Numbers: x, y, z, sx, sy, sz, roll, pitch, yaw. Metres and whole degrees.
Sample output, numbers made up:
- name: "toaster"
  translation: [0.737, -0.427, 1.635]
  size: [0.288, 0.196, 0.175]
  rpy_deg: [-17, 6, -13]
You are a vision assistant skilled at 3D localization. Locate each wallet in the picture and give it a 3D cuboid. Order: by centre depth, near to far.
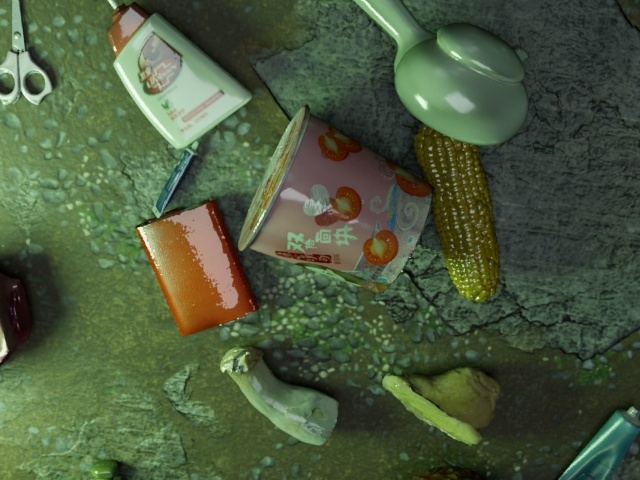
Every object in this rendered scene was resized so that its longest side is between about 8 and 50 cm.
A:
- name: "wallet"
  translation: [-0.202, 0.045, 1.708]
  size: [0.142, 0.045, 0.204]
  rpy_deg: [-19, 105, 8]

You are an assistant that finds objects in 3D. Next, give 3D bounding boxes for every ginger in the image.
- name: "ginger"
  translation: [0.207, 0.251, 1.751]
  size: [0.193, 0.115, 0.123]
  rpy_deg: [30, 83, 0]

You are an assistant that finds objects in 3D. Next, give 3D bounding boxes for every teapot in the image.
- name: "teapot"
  translation: [0.168, -0.265, 1.536]
  size: [0.318, 0.220, 0.149]
  rpy_deg: [25, 116, -7]

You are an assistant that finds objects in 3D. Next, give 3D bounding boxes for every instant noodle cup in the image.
- name: "instant noodle cup"
  translation: [0.025, -0.048, 1.582]
  size: [0.231, 0.243, 0.243]
  rpy_deg: [25, 105, -9]

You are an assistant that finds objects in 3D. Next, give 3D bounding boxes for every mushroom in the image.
- name: "mushroom"
  translation: [-0.072, 0.259, 1.754]
  size: [0.223, 0.081, 0.092]
  rpy_deg: [37, 121, -8]

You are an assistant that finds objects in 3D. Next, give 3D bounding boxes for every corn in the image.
- name: "corn"
  translation: [0.225, -0.048, 1.656]
  size: [0.102, 0.102, 0.313]
  rpy_deg: [-14, 109, 4]

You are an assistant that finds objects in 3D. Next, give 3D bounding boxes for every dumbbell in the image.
- name: "dumbbell"
  translation: [-0.374, 0.443, 1.824]
  size: [0.052, 0.046, 0.118]
  rpy_deg: [-1, 106, -5]

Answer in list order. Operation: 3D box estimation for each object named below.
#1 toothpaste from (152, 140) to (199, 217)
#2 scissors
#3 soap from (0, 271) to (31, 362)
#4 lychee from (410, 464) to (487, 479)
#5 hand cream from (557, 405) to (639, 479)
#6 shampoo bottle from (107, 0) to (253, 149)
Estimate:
- name: "toothpaste"
  translation: [-0.231, -0.101, 1.674]
  size: [0.021, 0.037, 0.140]
  rpy_deg: [25, 103, -33]
- name: "scissors"
  translation: [-0.471, -0.305, 1.625]
  size: [0.100, 0.015, 0.189]
  rpy_deg: [1, 104, -1]
- name: "soap"
  translation: [-0.629, 0.160, 1.703]
  size: [0.324, 0.127, 0.220]
  rpy_deg: [-17, 107, 4]
- name: "lychee"
  translation: [0.221, 0.470, 1.756]
  size: [0.238, 0.200, 0.200]
  rpy_deg: [-22, 106, 29]
- name: "hand cream"
  translation: [0.484, 0.377, 1.808]
  size: [0.083, 0.048, 0.224]
  rpy_deg: [26, 109, -8]
- name: "shampoo bottle"
  translation: [-0.248, -0.287, 1.598]
  size: [0.153, 0.071, 0.284]
  rpy_deg: [-36, 104, 8]
